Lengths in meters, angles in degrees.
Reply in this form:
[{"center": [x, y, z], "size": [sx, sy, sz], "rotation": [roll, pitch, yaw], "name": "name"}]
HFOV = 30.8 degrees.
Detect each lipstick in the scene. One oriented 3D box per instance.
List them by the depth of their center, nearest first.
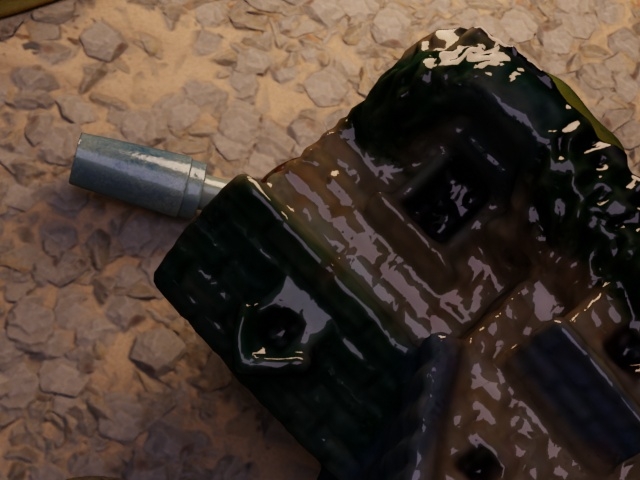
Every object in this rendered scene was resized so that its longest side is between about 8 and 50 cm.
[{"center": [-0.133, -0.054, 1.271], "size": [0.274, 0.061, 0.068], "rotation": [15, 52, -10], "name": "lipstick"}]

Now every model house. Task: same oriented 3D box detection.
[{"center": [0.087, 0.109, 1.045], "size": [0.400, 0.395, 0.445], "rotation": [-37, 83, -21], "name": "model house"}]

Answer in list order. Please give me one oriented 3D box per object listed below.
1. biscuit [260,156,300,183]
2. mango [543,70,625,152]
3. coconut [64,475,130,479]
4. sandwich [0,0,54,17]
[{"center": [-0.001, 0.000, 1.259], "size": [0.188, 0.027, 0.187], "rotation": [2, 85, -23], "name": "biscuit"}, {"center": [0.266, -0.126, 1.367], "size": [0.191, 0.085, 0.122], "rotation": [44, 62, 12], "name": "mango"}, {"center": [-0.193, 0.332, 0.999], "size": [0.224, 0.224, 0.234], "rotation": [9, 58, -7], "name": "coconut"}, {"center": [-0.327, -0.332, 1.346], "size": [0.244, 0.090, 0.088], "rotation": [-22, 74, -20], "name": "sandwich"}]
